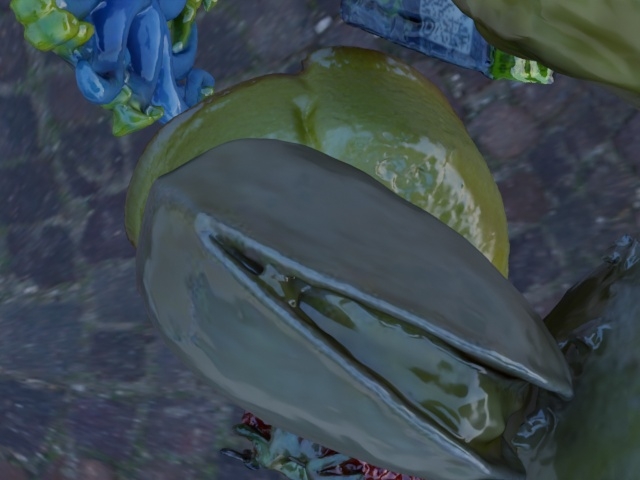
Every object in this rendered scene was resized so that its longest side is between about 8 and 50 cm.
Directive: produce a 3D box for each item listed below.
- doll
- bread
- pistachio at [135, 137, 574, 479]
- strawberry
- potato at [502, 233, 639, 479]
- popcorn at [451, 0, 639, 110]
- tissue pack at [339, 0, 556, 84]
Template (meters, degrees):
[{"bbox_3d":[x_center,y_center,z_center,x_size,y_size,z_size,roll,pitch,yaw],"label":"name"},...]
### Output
[{"bbox_3d":[-0.179,-0.237,1.635,0.099,0.341,0.346,-24,127,20],"label":"doll"},{"bbox_3d":[0.000,0.000,1.263,0.270,0.148,0.269,-7,125,-10],"label":"bread"},{"bbox_3d":[0.011,0.035,0.842,0.223,0.152,0.126,31,92,10],"label":"pistachio"},{"bbox_3d":[0.029,0.164,1.551,0.167,0.208,0.087,27,105,24],"label":"strawberry"},{"bbox_3d":[0.285,0.127,0.934,0.442,0.385,0.319,-12,88,12],"label":"potato"},{"bbox_3d":[0.159,-0.206,0.641,0.390,0.344,0.354,38,76,-46],"label":"popcorn"},{"bbox_3d":[0.092,-0.231,1.130,0.073,0.173,0.235,-5,110,-34],"label":"tissue pack"}]
